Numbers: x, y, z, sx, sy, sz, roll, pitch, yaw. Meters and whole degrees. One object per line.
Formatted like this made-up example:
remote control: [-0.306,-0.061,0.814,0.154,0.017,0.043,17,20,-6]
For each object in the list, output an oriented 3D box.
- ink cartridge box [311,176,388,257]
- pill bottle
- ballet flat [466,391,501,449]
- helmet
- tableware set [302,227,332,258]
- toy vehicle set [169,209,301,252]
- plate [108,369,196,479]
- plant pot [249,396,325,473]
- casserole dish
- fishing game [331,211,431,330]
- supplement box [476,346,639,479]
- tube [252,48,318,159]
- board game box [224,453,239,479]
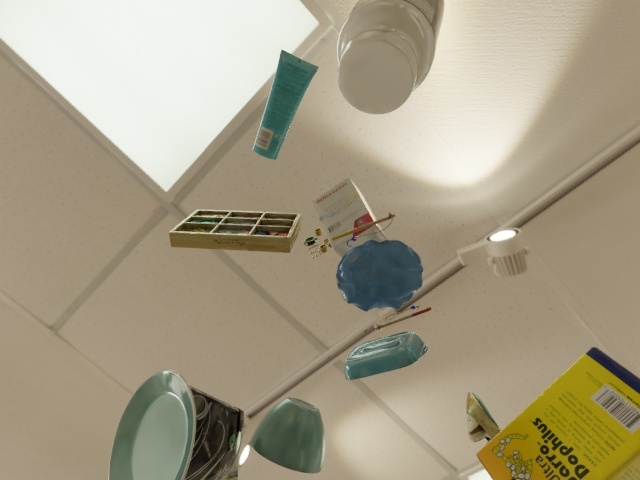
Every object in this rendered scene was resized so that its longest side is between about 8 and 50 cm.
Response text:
ink cartridge box: [0.080,-0.052,1.101,0.128,0.176,0.127,-31,-33,13]
pill bottle: [0.131,-0.378,0.761,0.176,0.319,0.176,12,-39,10]
ballet flat: [0.542,0.633,1.289,0.123,0.348,0.123,-7,-65,-14]
helmet: [-0.223,0.344,0.687,0.169,0.162,0.169,20,-26,10]
tableware set: [0.000,0.000,1.245,0.104,0.154,0.024,-24,-66,-5]
toy vehicle set: [-0.187,-0.026,0.940,0.266,0.166,0.035,2,-68,4]
plate: [-0.219,0.270,0.537,0.188,0.188,0.024,-39,-42,18]
plant pot: [-0.099,0.725,1.558,0.290,0.290,0.195,22,-103,-3]
casserole dish: [0.125,0.231,0.827,0.188,0.114,0.037,-24,-89,27]
fishing game: [0.125,0.075,0.867,0.189,0.041,0.264,-25,-66,13]
supplement box: [0.553,0.441,0.844,0.194,0.195,0.356,40,-83,-26]
tube: [-0.080,-0.271,0.828,0.080,0.052,0.207,21,-74,-12]
board game box: [-0.411,0.838,1.426,0.224,0.097,0.303,4,-91,-36]
